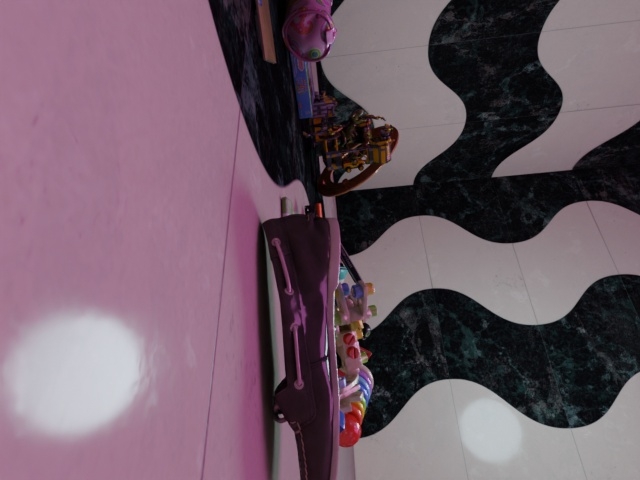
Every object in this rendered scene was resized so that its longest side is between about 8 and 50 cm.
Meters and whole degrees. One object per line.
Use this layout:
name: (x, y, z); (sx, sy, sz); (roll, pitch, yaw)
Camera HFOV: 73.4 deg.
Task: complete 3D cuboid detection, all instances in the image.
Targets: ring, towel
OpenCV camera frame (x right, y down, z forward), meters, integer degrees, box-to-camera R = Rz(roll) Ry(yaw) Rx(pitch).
ring: (0.116, -0.279, 1.457); (0.032, 0.336, 0.337); (47, 25, -28)
towel: (-0.045, 0.013, 0.741); (0.113, 0.023, 0.152); (72, 14, -74)

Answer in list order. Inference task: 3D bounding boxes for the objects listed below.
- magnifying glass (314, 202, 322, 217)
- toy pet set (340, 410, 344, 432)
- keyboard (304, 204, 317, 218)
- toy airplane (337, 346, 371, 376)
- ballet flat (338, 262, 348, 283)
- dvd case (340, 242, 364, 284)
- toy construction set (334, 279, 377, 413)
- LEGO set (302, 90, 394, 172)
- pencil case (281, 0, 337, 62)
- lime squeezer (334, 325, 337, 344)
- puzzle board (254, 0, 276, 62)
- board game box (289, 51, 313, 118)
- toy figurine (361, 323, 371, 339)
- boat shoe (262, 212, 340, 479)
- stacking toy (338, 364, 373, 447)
magnifying glass: (0.000, 0.000, 1.343); (0.092, 0.026, 0.231); (-25, 112, -85)
toy pet set: (0.017, 0.348, 0.900); (0.114, 0.065, 0.122); (-82, 166, -71)
keyboard: (-0.026, 0.028, 0.921); (0.317, 0.033, 0.202); (-89, 180, -58)
toy airplane: (0.069, 0.334, 1.241); (0.151, 0.151, 0.028); (-89, 170, -54)
ballet flat: (0.061, 0.132, 1.593); (0.247, 0.083, 0.087); (-5, 95, -85)
dvd case: (0.090, 0.062, 1.658); (0.239, 0.029, 0.179); (60, -1, -1)
toy construction set: (0.068, 0.263, 1.098); (0.215, 0.151, 0.328); (172, -78, -70)
LEGO set: (0.076, -0.350, 1.283); (0.331, 0.254, 0.192); (-94, 177, -61)
pencil case: (-0.024, -0.531, 0.987); (0.124, 0.124, 0.284); (80, 8, -49)
lime squeezer: (0.006, 0.223, 0.888); (0.310, 0.058, 0.110); (90, 2, -52)
puzzle board: (-0.088, -0.340, 0.653); (0.096, 0.011, 0.128); (-78, 162, -70)
board game box: (-0.045, -0.434, 1.127); (0.211, 0.039, 0.160); (-90, 173, -55)
toy figurine: (0.112, 0.284, 1.642); (0.213, 0.148, 0.210); (69, 17, -73)
boat shoe: (-0.029, 0.131, 0.527); (0.112, 0.095, 0.335); (126, -35, -76)
stacking toy: (0.094, 0.515, 1.336); (0.330, 0.141, 0.141); (-59, 144, -76)
